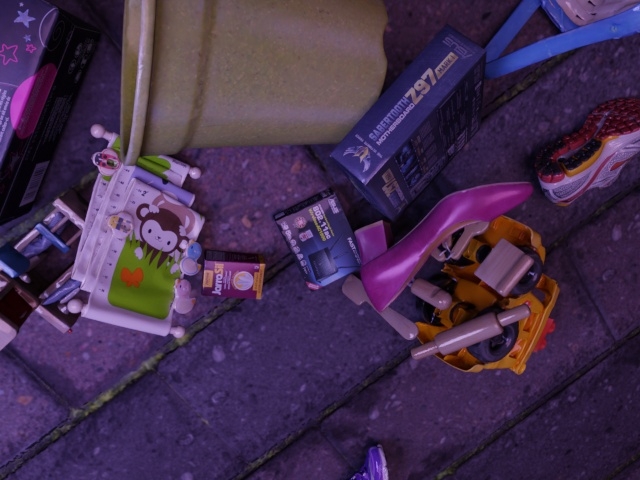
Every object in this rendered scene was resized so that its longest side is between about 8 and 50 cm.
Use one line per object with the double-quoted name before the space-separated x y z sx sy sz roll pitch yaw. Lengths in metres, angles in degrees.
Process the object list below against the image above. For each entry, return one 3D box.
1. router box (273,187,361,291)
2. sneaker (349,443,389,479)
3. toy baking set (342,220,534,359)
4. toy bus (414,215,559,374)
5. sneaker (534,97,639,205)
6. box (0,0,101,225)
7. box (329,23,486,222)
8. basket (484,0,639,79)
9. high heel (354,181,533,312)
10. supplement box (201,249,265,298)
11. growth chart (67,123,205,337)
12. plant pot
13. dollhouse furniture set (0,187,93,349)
"router box" 0.000 0.000 0.746 0.092 0.038 0.122 -27 109 -4
"sneaker" 0.063 0.413 0.866 0.071 0.068 0.170 18 102 -10
"toy baking set" 0.156 0.060 0.716 0.256 0.197 0.030 -33 147 22
"toy bus" 0.279 0.086 0.784 0.211 0.149 0.220 17 99 -29
"sneaker" 0.420 -0.135 0.783 0.225 0.088 0.093 -31 130 -2
"box" -0.365 -0.152 0.560 0.142 0.163 0.247 25 99 -14
"box" 0.116 -0.123 0.641 0.059 0.232 0.183 43 95 17
"basket" 0.335 -0.322 0.618 0.201 0.255 0.289 38 77 -23
"high heel" 0.159 0.008 0.671 0.244 0.082 0.117 -19 77 21
"supplement box" -0.122 0.048 0.732 0.083 0.043 0.055 4 106 -12
"growth chart" -0.215 -0.004 0.644 0.172 0.021 0.237 15 76 -43
"plant pot" -0.076 -0.209 0.573 0.254 0.276 0.276 1 106 -25
"dollhouse furniture set" -0.311 0.044 0.616 0.129 0.184 0.129 -42 110 2
